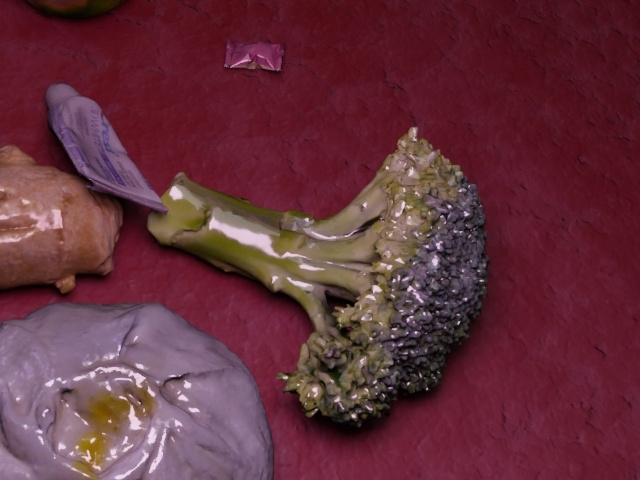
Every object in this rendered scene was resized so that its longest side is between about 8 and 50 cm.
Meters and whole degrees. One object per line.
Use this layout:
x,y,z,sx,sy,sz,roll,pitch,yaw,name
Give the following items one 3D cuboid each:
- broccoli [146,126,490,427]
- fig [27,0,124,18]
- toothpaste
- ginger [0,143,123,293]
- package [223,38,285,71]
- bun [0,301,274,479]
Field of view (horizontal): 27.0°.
0.025,-0.006,1.623,0.397,0.275,0.353,32,32,34,broccoli
-0.380,-0.412,1.817,0.275,0.206,0.206,11,49,22,fig
-0.280,-0.119,1.629,0.099,0.068,0.282,-10,34,-25,toothpaste
-0.394,-0.003,1.526,0.354,0.126,0.190,-21,89,-29,ginger
-0.093,-0.258,1.858,0.083,0.029,0.059,5,50,-1,package
-0.220,0.212,1.365,0.362,0.211,0.362,7,55,-11,bun
